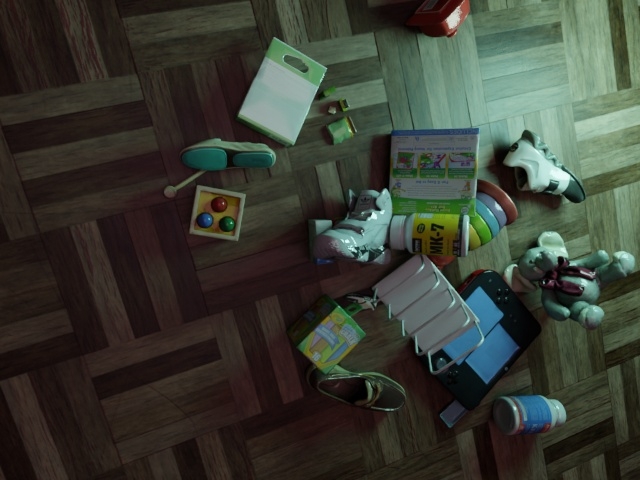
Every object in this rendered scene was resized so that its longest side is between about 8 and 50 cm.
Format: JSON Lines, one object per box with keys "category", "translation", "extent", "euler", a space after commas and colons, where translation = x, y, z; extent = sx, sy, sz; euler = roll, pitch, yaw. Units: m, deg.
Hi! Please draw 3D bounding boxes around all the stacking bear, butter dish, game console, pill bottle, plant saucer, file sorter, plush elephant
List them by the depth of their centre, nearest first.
{"category": "pill bottle", "translation": [0.309, -0.018, 1.275], "extent": [0.209, 0.119, 0.119], "euler": [3, 97, 20]}
{"category": "file sorter", "translation": [0.303, 0.205, 1.295], "extent": [0.193, 0.173, 0.277], "euler": [-39, 91, 14]}
{"category": "butter dish", "translation": [0.360, -0.643, 1.304], "extent": [0.160, 0.160, 0.118], "euler": [-49, 129, -6]}
{"category": "stacking bear", "translation": [0.435, -0.034, 1.380], "extent": [0.289, 0.164, 0.175], "euler": [-38, 96, -2]}
{"category": "plush elephant", "translation": [0.760, 0.106, 1.449], "extent": [0.255, 0.330, 0.272], "euler": [37, 83, 6]}
{"category": "game console", "translation": [0.517, 0.321, 1.481], "extent": [0.386, 0.060, 0.342], "euler": [-45, 102, -6]}
{"category": "plant saucer", "translation": [0.485, 0.545, 1.529], "extent": [0.192, 0.018, 0.067], "euler": [-40, 105, -8]}
{"category": "pill bottle", "translation": [0.720, 0.596, 1.547], "extent": [0.222, 0.124, 0.124], "euler": [3, 95, -16]}

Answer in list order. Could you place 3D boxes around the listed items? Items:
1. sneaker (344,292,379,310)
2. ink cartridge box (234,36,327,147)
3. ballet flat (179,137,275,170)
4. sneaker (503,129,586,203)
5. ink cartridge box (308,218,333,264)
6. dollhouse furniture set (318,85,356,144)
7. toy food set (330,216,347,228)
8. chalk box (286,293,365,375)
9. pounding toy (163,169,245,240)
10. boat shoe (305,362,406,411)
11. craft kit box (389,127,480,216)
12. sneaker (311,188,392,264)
{"category": "sneaker", "translation": [0.124, 0.187, 1.371], "extent": [0.109, 0.040, 0.043], "euler": [12, 102, -13]}
{"category": "ink cartridge box", "translation": [-0.107, -0.398, 1.228], "extent": [0.171, 0.056, 0.235], "euler": [24, 86, -18]}
{"category": "ballet flat", "translation": [-0.245, -0.232, 1.199], "extent": [0.248, 0.086, 0.086], "euler": [1, 96, -17]}
{"category": "sneaker", "translation": [0.721, -0.203, 1.474], "extent": [0.330, 0.122, 0.146], "euler": [36, 104, -18]}
{"category": "ink cartridge box", "translation": [0.000, 0.000, 1.286], "extent": [0.052, 0.088, 0.122], "euler": [-5, 98, -14]}
{"category": "dollhouse furniture set", "translation": [0.049, -0.354, 1.276], "extent": [0.076, 0.058, 0.151], "euler": [-27, 103, -11]}
{"category": "toy food set", "translation": [0.058, -0.030, 1.336], "extent": [0.083, 0.020, 0.082], "euler": [-30, 103, -11]}
{"category": "chalk box", "translation": [0.030, 0.251, 1.301], "extent": [0.213, 0.132, 0.132], "euler": [-45, 107, -7]}
{"category": "pounding toy", "translation": [-0.307, -0.105, 1.182], "extent": [0.206, 0.094, 0.181], "euler": [9, 94, -18]}
{"category": "boat shoe", "translation": [0.122, 0.458, 1.357], "extent": [0.342, 0.123, 0.123], "euler": [25, 89, -17]}
{"category": "craft kit box", "translation": [0.327, -0.196, 1.309], "extent": [0.250, 0.061, 0.246], "euler": [4, 93, 19]}
{"category": "sneaker", "translation": [0.093, -0.045, 1.222], "extent": [0.366, 0.137, 0.210], "euler": [10, 83, -60]}
